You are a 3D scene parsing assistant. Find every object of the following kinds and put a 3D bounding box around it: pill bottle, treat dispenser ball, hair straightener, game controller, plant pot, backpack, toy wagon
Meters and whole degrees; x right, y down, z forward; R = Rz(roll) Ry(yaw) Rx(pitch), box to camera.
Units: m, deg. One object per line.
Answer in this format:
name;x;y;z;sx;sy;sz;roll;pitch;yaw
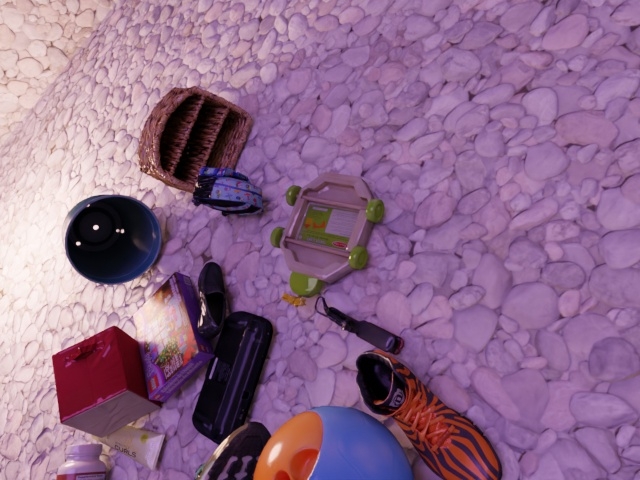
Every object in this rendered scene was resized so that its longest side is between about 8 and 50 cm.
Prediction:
pill bottle;-0.642;0.661;1.313;0.121;0.121;0.215;-18;62;26
treat dispenser ball;0.022;0.444;0.874;0.289;0.288;0.287;-12;65;28
hair straightener;0.069;0.176;1.075;0.231;0.089;0.047;29;90;37
game controller;-0.221;0.335;1.224;0.167;0.067;0.318;6;73;49
plant pot;-0.673;-0.026;1.535;0.255;0.272;0.271;19;82;51
backpack;-0.239;-0.131;1.351;0.174;0.158;0.116;6;82;31
toy wagon;0.000;0.000;1.204;0.268;0.068;0.343;14;80;36

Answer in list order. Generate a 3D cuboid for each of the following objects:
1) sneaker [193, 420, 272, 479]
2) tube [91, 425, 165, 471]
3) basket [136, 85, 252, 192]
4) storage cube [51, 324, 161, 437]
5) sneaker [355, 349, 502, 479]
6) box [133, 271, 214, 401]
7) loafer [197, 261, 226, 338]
sneaker;-0.238;0.532;1.065;0.410;0.158;0.182;-62;33;14
tube;-0.518;0.537;1.326;0.241;0.062;0.069;6;115;29
basket;-0.385;-0.303;1.477;0.223;0.214;0.298;18;82;37
storage cube;-0.564;0.376;1.302;0.184;0.215;0.193;-26;57;-5
sneaker;0.171;0.323;0.891;0.321;0.180;0.124;38;90;37
box;-0.408;0.255;1.342;0.201;0.057;0.293;-44;48;14
loafer;-0.280;0.149;1.301;0.078;0.076;0.223;-38;44;36
